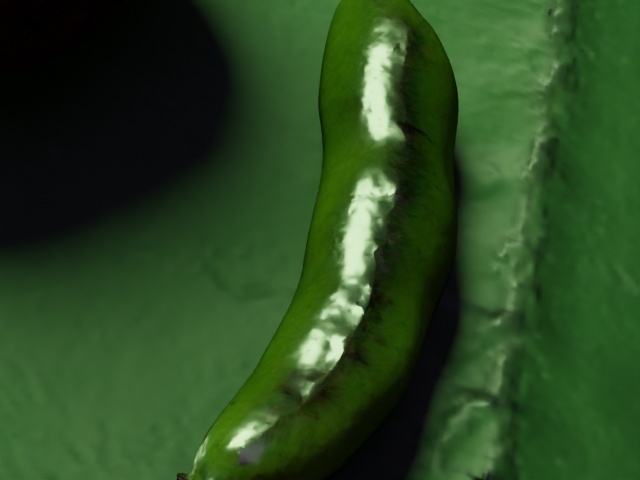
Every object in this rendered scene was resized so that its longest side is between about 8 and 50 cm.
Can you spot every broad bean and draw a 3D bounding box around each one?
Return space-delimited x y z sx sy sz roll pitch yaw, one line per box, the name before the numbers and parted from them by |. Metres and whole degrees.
broad bean | 0.005 0.002 0.543 0.069 0.039 0.227 20 50 6

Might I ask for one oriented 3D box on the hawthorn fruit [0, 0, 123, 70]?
hawthorn fruit | -0.116 -0.147 0.564 0.157 0.157 0.194 -21 42 -30
